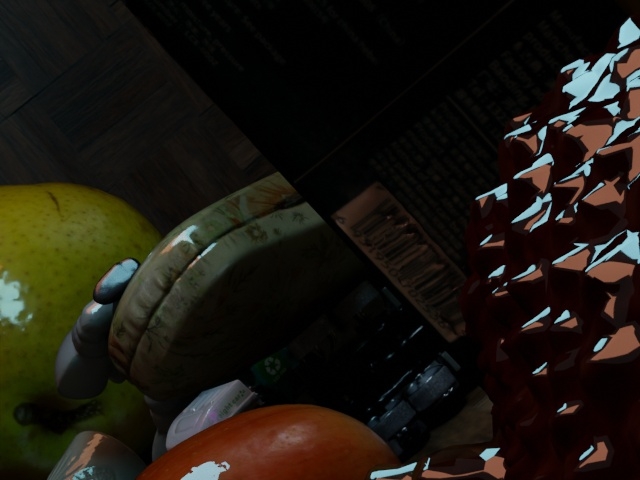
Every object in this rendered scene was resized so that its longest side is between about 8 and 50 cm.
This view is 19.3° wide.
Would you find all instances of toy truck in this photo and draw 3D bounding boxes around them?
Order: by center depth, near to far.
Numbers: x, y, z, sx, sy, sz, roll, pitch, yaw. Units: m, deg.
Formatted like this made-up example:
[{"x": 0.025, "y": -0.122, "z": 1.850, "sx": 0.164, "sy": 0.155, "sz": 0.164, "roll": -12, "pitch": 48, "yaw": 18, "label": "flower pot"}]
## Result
[{"x": 0.058, "y": 0.081, "z": 1.408, "sx": 0.253, "sy": 0.114, "sz": 0.124, "roll": -41, "pitch": -3, "yaw": -19, "label": "toy truck"}, {"x": -0.030, "y": 0.123, "z": 1.518, "sx": 0.216, "sy": 0.116, "sz": 0.110, "roll": -43, "pitch": 9, "yaw": -31, "label": "toy truck"}]

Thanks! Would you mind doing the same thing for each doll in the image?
[{"x": -0.150, "y": 0.102, "z": 1.606, "sx": 0.153, "sy": 0.258, "sz": 0.195, "roll": -39, "pitch": 38, "yaw": -7, "label": "doll"}]

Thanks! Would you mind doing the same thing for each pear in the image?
[{"x": -0.317, "y": 0.107, "z": 2.069, "sx": 0.362, "sy": 0.362, "sz": 0.418, "roll": -37, "pitch": 30, "yaw": 9, "label": "pear"}]

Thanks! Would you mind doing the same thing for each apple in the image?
[{"x": -0.017, "y": 0.175, "z": 0.976, "sx": 0.199, "sy": 0.199, "sz": 0.199, "roll": -38, "pitch": 8, "yaw": 6, "label": "apple"}]

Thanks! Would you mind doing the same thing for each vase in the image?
[{"x": -0.244, "y": 0.272, "z": 1.654, "sx": 0.096, "sy": 0.096, "sz": 0.219, "roll": -29, "pitch": 14, "yaw": 50, "label": "vase"}]

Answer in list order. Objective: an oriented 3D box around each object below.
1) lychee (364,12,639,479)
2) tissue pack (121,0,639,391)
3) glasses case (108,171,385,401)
[{"x": 0.160, "y": 0.061, "z": 0.503, "sx": 0.304, "sy": 0.275, "sz": 0.276, "roll": -10, "pitch": 16, "yaw": 15, "label": "lychee"}, {"x": 0.111, "y": -0.116, "z": 1.067, "sx": 0.264, "sy": 0.416, "sz": 0.253, "roll": -41, "pitch": 6, "yaw": 37, "label": "tissue pack"}, {"x": 0.000, "y": 0.000, "z": 1.435, "sx": 0.425, "sy": 0.098, "sz": 0.156, "roll": -27, "pitch": -27, "yaw": -50, "label": "glasses case"}]
